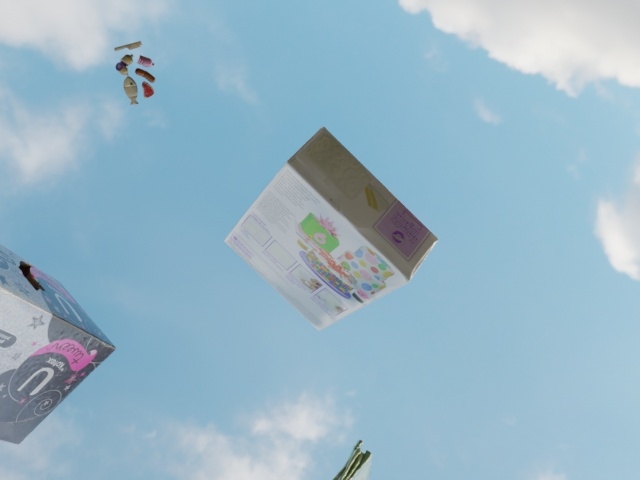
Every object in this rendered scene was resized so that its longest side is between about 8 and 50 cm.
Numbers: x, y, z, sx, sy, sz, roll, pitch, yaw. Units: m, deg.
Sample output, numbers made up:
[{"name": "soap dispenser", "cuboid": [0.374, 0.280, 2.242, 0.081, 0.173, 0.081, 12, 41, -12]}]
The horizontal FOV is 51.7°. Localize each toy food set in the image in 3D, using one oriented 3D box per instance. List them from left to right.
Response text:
[{"name": "toy food set", "cuboid": [-0.371, -0.338, 1.344, 0.078, 0.122, 0.019, -17, -145, -5]}]

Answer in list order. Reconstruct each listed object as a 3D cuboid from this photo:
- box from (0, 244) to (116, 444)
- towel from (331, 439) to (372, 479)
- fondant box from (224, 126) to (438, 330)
[{"name": "box", "cuboid": [-0.365, 0.095, 0.698, 0.163, 0.247, 0.142, -45, -116, -9]}, {"name": "towel", "cuboid": [-0.038, 0.468, 1.018, 0.038, 0.247, 0.325, 36, -117, 25]}, {"name": "fondant box", "cuboid": [0.000, 0.000, 1.058, 0.238, 0.330, 0.096, 44, -119, -4]}]
